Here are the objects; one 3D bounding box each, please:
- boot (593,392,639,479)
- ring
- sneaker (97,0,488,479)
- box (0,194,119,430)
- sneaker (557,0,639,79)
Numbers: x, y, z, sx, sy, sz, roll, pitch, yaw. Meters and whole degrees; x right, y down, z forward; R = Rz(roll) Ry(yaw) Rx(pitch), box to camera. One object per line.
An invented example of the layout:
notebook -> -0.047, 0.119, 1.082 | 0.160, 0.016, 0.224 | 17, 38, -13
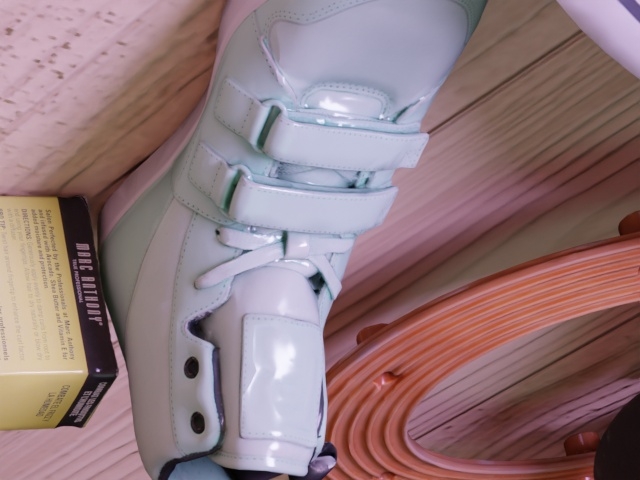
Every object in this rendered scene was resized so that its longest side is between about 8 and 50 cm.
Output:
boot -> 0.238, 0.088, 0.912 | 0.115, 0.112, 0.305 | -22, 166, -30
ring -> 0.148, 0.063, 0.964 | 0.336, 0.032, 0.336 | -10, 153, -5
sneaker -> 0.000, 0.000, 0.692 | 0.094, 0.151, 0.256 | 5, 146, -28
box -> -0.199, 0.029, 0.724 | 0.232, 0.087, 0.058 | 0, 150, -26
sneaker -> 0.200, -0.079, 0.665 | 0.127, 0.126, 0.321 | -24, 150, 30
